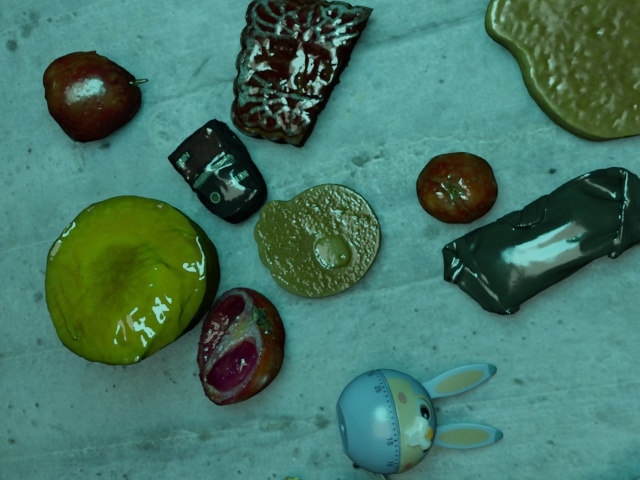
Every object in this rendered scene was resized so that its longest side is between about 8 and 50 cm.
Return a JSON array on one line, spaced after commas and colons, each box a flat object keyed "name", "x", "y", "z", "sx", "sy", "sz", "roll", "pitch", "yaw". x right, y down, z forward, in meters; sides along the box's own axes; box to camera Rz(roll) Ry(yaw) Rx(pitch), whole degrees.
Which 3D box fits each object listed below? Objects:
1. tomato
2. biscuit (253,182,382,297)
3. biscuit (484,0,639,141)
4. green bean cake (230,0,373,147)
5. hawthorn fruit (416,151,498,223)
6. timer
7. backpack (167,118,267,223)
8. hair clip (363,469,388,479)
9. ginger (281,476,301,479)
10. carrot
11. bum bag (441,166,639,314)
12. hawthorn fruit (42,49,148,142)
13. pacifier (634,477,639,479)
[{"name": "tomato", "x": -0.123, "y": 0.183, "z": 1.069, "sx": 0.173, "sy": 0.099, "sz": 0.189, "roll": -42, "pitch": 45, "yaw": 28}, {"name": "biscuit", "x": 0.000, "y": 0.000, "z": 1.042, "sx": 0.208, "sy": 0.049, "sz": 0.181, "roll": -21, "pitch": 90, "yaw": 16}, {"name": "biscuit", "x": 0.433, "y": -0.343, "z": 0.884, "sx": 0.365, "sy": 0.062, "sz": 0.385, "roll": 43, "pitch": 104, "yaw": -5}, {"name": "green bean cake", "x": -0.035, "y": -0.264, "z": 1.003, "sx": 0.199, "sy": 0.097, "sz": 0.232, "roll": 16, "pitch": 98, "yaw": 12}, {"name": "hawthorn fruit", "x": 0.202, "y": -0.078, "z": 0.954, "sx": 0.128, "sy": 0.128, "sz": 0.128, "roll": 1, "pitch": 95, "yaw": 13}, {"name": "timer", "x": 0.148, "y": 0.275, "z": 0.975, "sx": 0.255, "sy": 0.175, "sz": 0.175, "roll": -4, "pitch": 94, "yaw": 13}, {"name": "backpack", "x": -0.163, "y": -0.110, "z": 1.040, "sx": 0.120, "sy": 0.106, "sz": 0.165, "roll": -44, "pitch": 76, "yaw": 8}, {"name": "hair clip", "x": 0.120, "y": 0.411, "z": 1.063, "sx": 0.115, "sy": 0.039, "sz": 0.030, "roll": 42, "pitch": 102, "yaw": 18}, {"name": "ginger", "x": -0.029, "y": 0.485, "z": 1.084, "sx": 0.096, "sy": 0.067, "sz": 0.165, "roll": -40, "pitch": 78, "yaw": 9}, {"name": "carrot", "x": -0.283, "y": 0.054, "z": 0.993, "sx": 0.242, "sy": 0.340, "sz": 0.241, "roll": 0, "pitch": 87, "yaw": -2}, {"name": "bum bag", "x": 0.341, "y": 0.005, "z": 0.950, "sx": 0.326, "sy": 0.080, "sz": 0.142, "roll": -28, "pitch": 81, "yaw": 18}, {"name": "hawthorn fruit", "x": -0.371, "y": -0.246, "z": 1.066, "sx": 0.172, "sy": 0.148, "sz": 0.148, "roll": -14, "pitch": 91, "yaw": 7}, {"name": "pacifier", "x": 0.510, "y": 0.455, "z": 0.866, "sx": 0.287, "sy": 0.226, "sz": 0.238, "roll": 11, "pitch": 117, "yaw": 9}]
